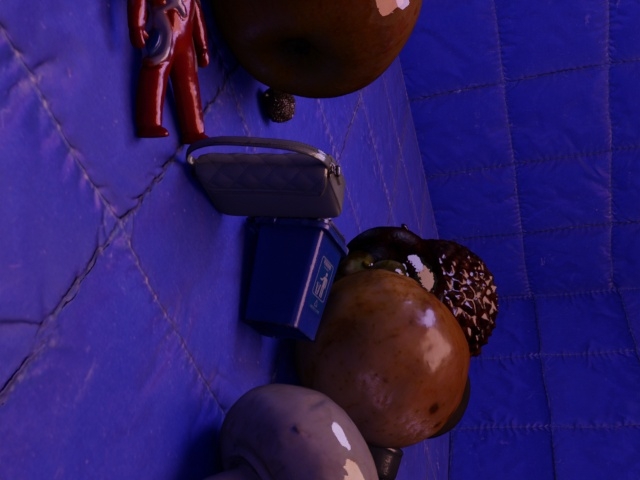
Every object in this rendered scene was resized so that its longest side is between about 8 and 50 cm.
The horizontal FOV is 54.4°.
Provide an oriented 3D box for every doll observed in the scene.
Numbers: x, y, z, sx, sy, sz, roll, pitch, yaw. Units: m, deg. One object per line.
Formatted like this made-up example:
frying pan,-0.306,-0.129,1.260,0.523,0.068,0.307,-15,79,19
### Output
doll,-0.230,-0.341,0.947,0.188,0.099,0.384,-20,106,-71

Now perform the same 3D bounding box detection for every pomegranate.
pomegranate,0.106,0.266,1.335,0.410,0.410,0.410,-7,90,-72

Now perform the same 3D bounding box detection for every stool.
stool,0.096,0.552,1.557,0.153,0.228,0.139,-18,-129,68

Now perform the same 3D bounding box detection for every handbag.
handbag,-0.088,-0.112,1.023,0.219,0.256,0.079,62,32,-64

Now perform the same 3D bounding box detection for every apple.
apple,-0.019,-0.451,1.175,0.333,0.400,0.400,-57,143,-26

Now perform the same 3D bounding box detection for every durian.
durian,-0.094,-0.300,1.370,0.091,0.080,0.080,21,63,-51

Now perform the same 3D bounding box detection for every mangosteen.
mangosteen,0.183,0.119,1.664,0.330,0.330,0.330,-7,90,-72

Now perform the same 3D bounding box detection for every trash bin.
trash bin,-0.063,0.067,1.205,0.162,0.184,0.234,49,49,-59

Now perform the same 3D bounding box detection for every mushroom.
mushroom,-0.047,0.354,0.923,0.356,0.315,0.315,60,29,-56

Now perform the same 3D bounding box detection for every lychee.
lychee,0.363,0.178,2.051,0.500,0.424,0.424,69,18,4

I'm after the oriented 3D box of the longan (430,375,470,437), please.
longan,0.391,0.556,2.222,0.350,0.288,0.288,-39,121,-56
